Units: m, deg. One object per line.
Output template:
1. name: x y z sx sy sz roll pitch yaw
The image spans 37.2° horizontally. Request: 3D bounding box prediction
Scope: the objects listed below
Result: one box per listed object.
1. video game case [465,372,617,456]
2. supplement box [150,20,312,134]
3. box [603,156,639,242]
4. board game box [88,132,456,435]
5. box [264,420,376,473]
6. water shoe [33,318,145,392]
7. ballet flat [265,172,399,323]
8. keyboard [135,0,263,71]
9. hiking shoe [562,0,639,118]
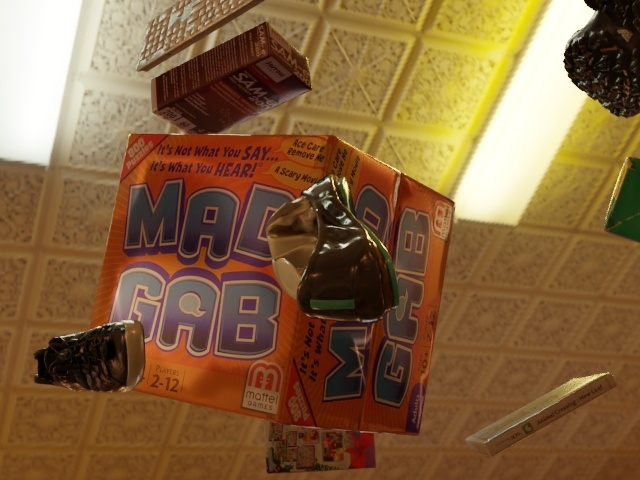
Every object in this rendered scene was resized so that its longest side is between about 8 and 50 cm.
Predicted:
1. video game case: 0.302 0.244 1.336 0.193 0.023 0.212 -29 -10 -3
2. supplement box: -0.149 -0.258 1.583 0.239 0.073 0.130 -22 -29 25
3. box: 0.214 -0.005 0.504 0.179 0.105 0.043 -2 -70 -66
4. board game box: -0.064 0.066 1.368 0.356 0.356 0.357 20 -102 -54
5. box: -0.005 0.274 1.751 0.201 0.293 0.057 -3 -7 4
6. water shoe: -0.250 0.131 1.012 0.080 0.073 0.203 3 -17 -32
7. ballet flat: 0.000 0.000 0.876 0.096 0.280 0.095 -11 -74 -3
8. keyboard: -0.106 -0.247 0.976 0.256 0.072 0.014 -19 -32 40
9. hiking shoe: 0.333 -0.232 0.970 0.132 0.113 0.304 -43 -20 -7
